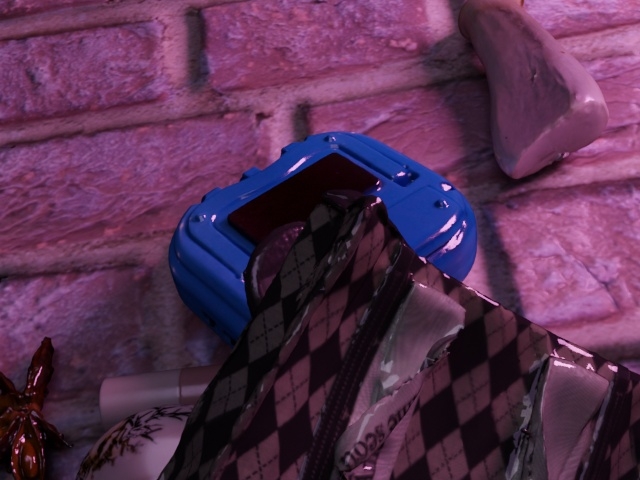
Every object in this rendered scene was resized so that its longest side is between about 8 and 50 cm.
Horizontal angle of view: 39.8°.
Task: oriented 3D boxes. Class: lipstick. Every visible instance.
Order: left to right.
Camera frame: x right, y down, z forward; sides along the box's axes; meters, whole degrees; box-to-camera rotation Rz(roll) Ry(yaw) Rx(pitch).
[{"bbox_3d":[-0.124,0.180,1.031,0.254,0.070,0.070,-7,55,4],"label":"lipstick"}]

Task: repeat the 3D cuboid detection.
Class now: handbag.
[{"bbox_3d":[0.105,0.171,0.762,0.317,0.416,0.180,-65,22,-5],"label":"handbag"}]

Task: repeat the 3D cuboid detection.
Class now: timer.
[{"bbox_3d":[0.000,0.000,1.076,0.340,0.115,0.309,-33,46,-24],"label":"timer"}]

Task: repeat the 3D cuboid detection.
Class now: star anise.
[{"bbox_3d":[-0.378,0.223,1.054,0.157,0.053,0.212,-20,56,-6],"label":"star anise"}]

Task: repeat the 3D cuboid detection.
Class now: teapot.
[{"bbox_3d":[-0.130,0.255,0.912,0.299,0.166,0.208,-36,97,-5],"label":"teapot"}]

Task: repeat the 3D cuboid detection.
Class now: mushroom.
[{"bbox_3d":[0.274,-0.237,1.229,0.159,0.122,0.329,-11,53,-10],"label":"mushroom"}]

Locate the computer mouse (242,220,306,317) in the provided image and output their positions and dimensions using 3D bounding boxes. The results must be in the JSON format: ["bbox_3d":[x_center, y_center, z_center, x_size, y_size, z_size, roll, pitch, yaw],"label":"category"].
[{"bbox_3d":[0.010,0.113,0.879,0.147,0.088,0.264,-19,81,-26],"label":"computer mouse"}]
